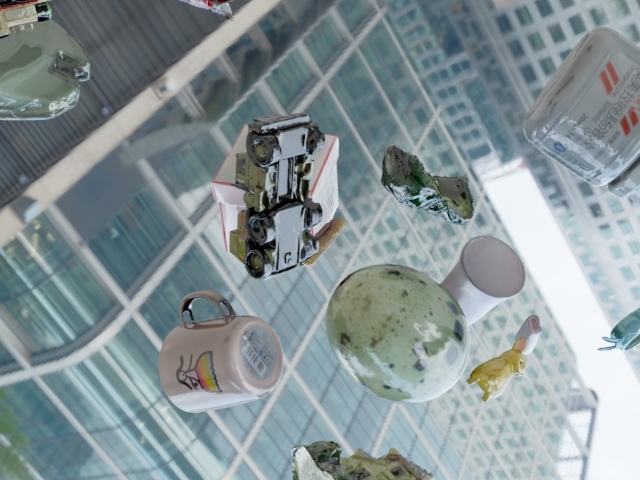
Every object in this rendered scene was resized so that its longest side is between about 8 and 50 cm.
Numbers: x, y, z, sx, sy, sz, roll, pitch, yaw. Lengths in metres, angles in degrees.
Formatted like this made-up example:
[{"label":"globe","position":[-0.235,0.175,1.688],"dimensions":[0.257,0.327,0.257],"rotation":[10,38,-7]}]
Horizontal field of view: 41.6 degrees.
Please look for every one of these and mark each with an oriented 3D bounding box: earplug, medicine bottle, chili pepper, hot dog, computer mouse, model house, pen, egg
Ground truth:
[{"label":"earplug","position":[0.368,0.137,2.143],"dimensions":[0.172,0.172,0.301],"rotation":[-50,176,-37]},{"label":"medicine bottle","position":[0.550,-0.208,1.517],"dimensions":[0.245,0.306,0.245],"rotation":[-55,178,-3]},{"label":"chili pepper","position":[0.221,-0.113,1.838],"dimensions":[0.116,0.264,0.148],"rotation":[-36,-132,32]},{"label":"hot dog","position":[0.000,0.000,2.300],"dimensions":[0.066,0.047,0.216],"rotation":[-21,-161,42]},{"label":"computer mouse","position":[-0.618,-0.324,1.452],"dimensions":[0.145,0.429,0.228],"rotation":[122,-16,-53]},{"label":"model house","position":[0.110,0.566,1.930],"dimensions":[0.266,0.261,0.321],"rotation":[-13,-159,-23]},{"label":"pen","position":[0.438,0.205,1.784],"dimensions":[0.032,0.053,0.197],"rotation":[-9,159,0]},{"label":"egg","position":[0.167,0.198,1.825],"dimensions":[0.287,0.379,0.288],"rotation":[-20,-136,20]}]

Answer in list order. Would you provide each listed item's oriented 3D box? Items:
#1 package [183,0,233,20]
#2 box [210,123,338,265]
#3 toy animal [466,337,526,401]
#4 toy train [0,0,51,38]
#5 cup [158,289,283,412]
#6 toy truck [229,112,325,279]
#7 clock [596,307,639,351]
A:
[{"label":"package","position":[-0.276,-0.566,1.788],"dimensions":[0.194,0.269,0.071],"rotation":[-44,-144,37]},{"label":"box","position":[-0.126,-0.141,2.616],"dimensions":[0.314,0.300,0.312],"rotation":[9,-137,12]},{"label":"toy animal","position":[0.370,0.247,1.671],"dimensions":[0.159,0.070,0.083],"rotation":[-31,166,-33]},{"label":"toy train","position":[-0.497,-0.376,1.358],"dimensions":[0.138,0.087,0.050],"rotation":[-24,-160,-30]},{"label":"cup","position":[-0.208,0.223,1.760],"dimensions":[0.200,0.253,0.191],"rotation":[-16,179,36]},{"label":"toy truck","position":[-0.076,-0.075,1.316],"dimensions":[0.127,0.257,0.127],"rotation":[-20,-143,-41]},{"label":"clock","position":[0.615,0.177,1.664],"dimensions":[0.147,0.108,0.045],"rotation":[-29,-120,-13]}]
